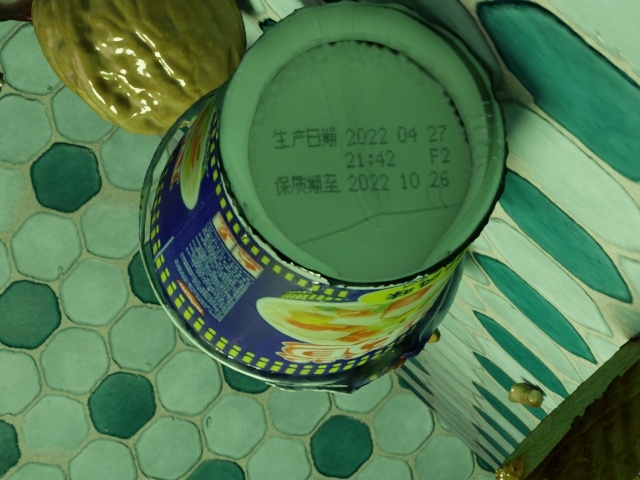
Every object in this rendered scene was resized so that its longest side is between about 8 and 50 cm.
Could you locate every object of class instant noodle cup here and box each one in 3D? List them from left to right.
[{"bbox_3d":[0.009,-0.036,1.111,0.284,0.284,0.312,44,167,1],"label":"instant noodle cup"}]

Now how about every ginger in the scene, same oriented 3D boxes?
[{"bbox_3d":[0.282,0.210,2.049,0.048,0.030,0.097,15,172,9],"label":"ginger"}]

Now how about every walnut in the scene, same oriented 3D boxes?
[{"bbox_3d":[-0.175,-0.209,1.447,0.213,0.213,0.213,44,175,5],"label":"walnut"}]

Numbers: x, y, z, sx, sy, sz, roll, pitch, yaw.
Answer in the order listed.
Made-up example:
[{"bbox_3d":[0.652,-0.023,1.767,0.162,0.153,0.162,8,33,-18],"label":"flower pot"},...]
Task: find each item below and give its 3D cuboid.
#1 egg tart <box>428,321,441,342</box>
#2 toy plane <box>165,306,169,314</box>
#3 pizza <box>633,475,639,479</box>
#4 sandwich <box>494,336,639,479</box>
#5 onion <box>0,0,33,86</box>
[{"bbox_3d":[0.021,-0.024,1.637,0.345,0.132,0.345,43,174,6],"label":"egg tart"},{"bbox_3d":[-0.034,0.020,1.399,0.382,0.155,0.106,-23,112,47],"label":"toy plane"},{"bbox_3d":[0.424,0.358,1.965,0.246,0.058,0.127,45,176,19],"label":"pizza"},{"bbox_3d":[0.228,0.156,1.225,0.065,0.186,0.214,46,172,6],"label":"sandwich"},{"bbox_3d":[-0.362,-0.303,1.551,0.273,0.285,0.273,24,-174,-3],"label":"onion"}]
